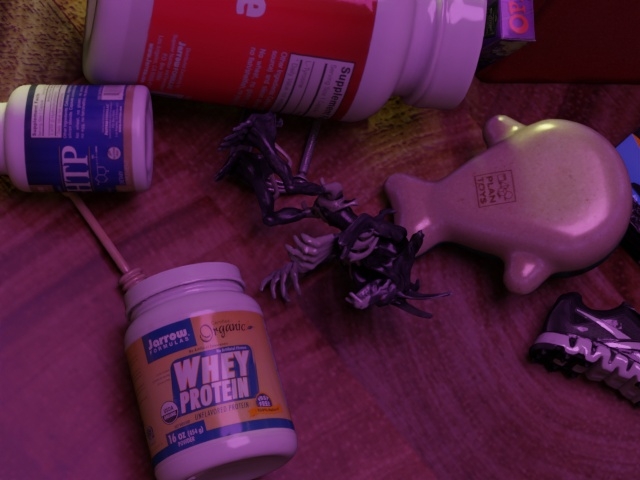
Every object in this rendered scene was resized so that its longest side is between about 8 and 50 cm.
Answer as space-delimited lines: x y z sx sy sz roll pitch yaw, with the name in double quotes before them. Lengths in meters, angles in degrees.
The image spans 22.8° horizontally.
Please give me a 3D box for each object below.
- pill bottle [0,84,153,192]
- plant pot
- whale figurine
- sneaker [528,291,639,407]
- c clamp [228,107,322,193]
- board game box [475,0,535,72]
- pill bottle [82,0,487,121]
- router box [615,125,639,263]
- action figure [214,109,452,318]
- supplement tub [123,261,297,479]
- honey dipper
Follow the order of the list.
"pill bottle" -0.268 -0.104 1.627 0.186 0.112 0.112 0 66 0
"plant pot" 0.327 -0.360 1.885 0.267 0.236 0.267 -1 67 -20
"whale figurine" 0.211 -0.032 1.780 0.272 0.141 0.216 -9 68 4
"sneaker" 0.352 0.124 1.771 0.234 0.078 0.106 22 64 -6
"c clamp" -0.028 -0.114 1.777 0.137 0.022 0.161 25 61 -7
"board game box" 0.176 -0.373 1.808 0.056 0.208 0.347 1 82 -21
"pill bottle" -0.040 -0.252 1.706 0.407 0.229 0.229 7 65 -13
"router box" 0.403 -0.039 1.878 0.179 0.046 0.133 47 61 5
"action figure" 0.000 0.000 1.661 0.275 0.164 0.141 44 58 9
"supplement tub" -0.113 0.136 1.567 0.144 0.144 0.200 -9 71 -22
"honey dipper" -0.224 0.001 1.655 0.030 0.030 0.161 -30 78 -27
